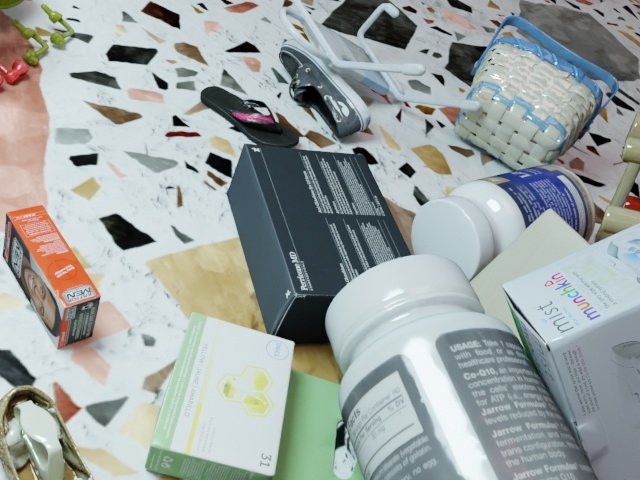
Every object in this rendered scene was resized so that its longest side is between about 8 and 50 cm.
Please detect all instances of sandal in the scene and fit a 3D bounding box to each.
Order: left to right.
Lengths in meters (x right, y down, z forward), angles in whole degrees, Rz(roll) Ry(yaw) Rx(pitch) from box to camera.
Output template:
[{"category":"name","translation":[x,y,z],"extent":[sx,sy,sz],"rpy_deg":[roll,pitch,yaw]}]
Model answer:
[{"category":"sandal","translation":[-0.112,-0.201,1.129],"extent":[0.179,0.040,0.067],"rpy_deg":[33,41,9]}]

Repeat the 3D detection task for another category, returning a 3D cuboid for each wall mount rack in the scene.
[{"category":"wall mount rack","translation":[0.103,-0.316,1.213],"extent":[0.350,0.130,0.304],"rpy_deg":[9,44,-53]}]

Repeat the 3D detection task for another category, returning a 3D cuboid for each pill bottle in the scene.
[{"category":"pill bottle","translation":[0.138,0.201,0.706],"extent":[0.204,0.204,0.361],"rpy_deg":[1,47,-26]},{"category":"pill bottle","translation":[0.267,-0.020,1.045],"extent":[0.265,0.153,0.153],"rpy_deg":[-14,54,-38]}]

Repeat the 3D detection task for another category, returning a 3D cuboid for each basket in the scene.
[{"category":"basket","translation":[0.391,-0.275,1.321],"extent":[0.255,0.201,0.289],"rpy_deg":[36,65,10]}]

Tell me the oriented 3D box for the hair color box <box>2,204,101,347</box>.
[{"category":"hair color box","translation":[-0.290,0.037,0.764],"extent":[0.043,0.072,0.141],"rpy_deg":[-19,57,-40]}]

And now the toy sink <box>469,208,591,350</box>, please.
[{"category":"toy sink","translation":[0.273,0.108,0.896],"extent":[0.131,0.234,0.153],"rpy_deg":[33,17,-39]}]

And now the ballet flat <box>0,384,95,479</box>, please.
[{"category":"ballet flat","translation":[-0.229,0.210,0.615],"extent":[0.073,0.067,0.206],"rpy_deg":[-22,59,-42]}]

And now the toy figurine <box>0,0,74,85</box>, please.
[{"category":"toy figurine","translation":[-0.432,-0.337,0.934],"extent":[0.191,0.217,0.362],"rpy_deg":[46,39,-13]}]

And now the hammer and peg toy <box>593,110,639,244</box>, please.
[{"category":"hammer and peg toy","translation":[0.491,-0.024,1.075],"extent":[0.127,0.266,0.361],"rpy_deg":[17,43,20]}]

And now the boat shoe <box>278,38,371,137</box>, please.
[{"category":"boat shoe","translation":[-0.012,-0.256,1.221],"extent":[0.076,0.080,0.228],"rpy_deg":[-33,69,-20]}]

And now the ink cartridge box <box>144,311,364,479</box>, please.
[{"category":"ink cartridge box","translation":[-0.046,0.184,0.748],"extent":[0.235,0.056,0.171],"rpy_deg":[17,41,-8]}]

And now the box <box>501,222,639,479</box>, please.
[{"category":"box","translation":[0.348,0.129,0.744],"extent":[0.231,0.262,0.127],"rpy_deg":[-25,26,4]}]

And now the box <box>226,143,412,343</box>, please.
[{"category":"box","translation":[0.000,0.000,0.927],"extent":[0.184,0.103,0.261],"rpy_deg":[4,45,-28]}]
